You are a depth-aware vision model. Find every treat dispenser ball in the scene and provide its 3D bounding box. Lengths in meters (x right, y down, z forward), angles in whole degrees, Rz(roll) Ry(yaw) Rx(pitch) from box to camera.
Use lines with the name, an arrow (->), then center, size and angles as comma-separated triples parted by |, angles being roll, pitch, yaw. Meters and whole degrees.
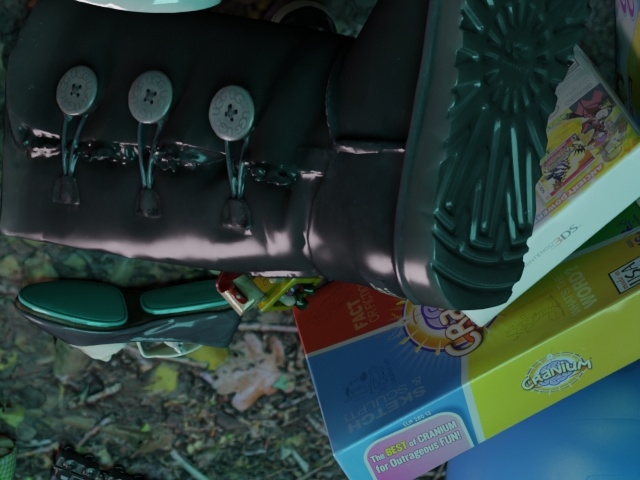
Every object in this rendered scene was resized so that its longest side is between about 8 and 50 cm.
treat dispenser ball -> 0.258, 0.221, 1.639 | 0.288, 0.288, 0.288 | -5, 121, -8

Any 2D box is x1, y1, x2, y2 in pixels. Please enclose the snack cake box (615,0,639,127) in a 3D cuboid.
snack cake box -> 0.302, -0.196, 1.482 | 0.089, 0.152, 0.264 | -9, 121, -5

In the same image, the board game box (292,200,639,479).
board game box -> 0.141, 0.062, 1.549 | 0.316, 0.242, 0.064 | -29, 120, 6

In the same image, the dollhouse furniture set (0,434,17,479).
dollhouse furniture set -> -0.388, 0.314, 1.591 | 0.302, 0.151, 0.197 | -8, 125, -31

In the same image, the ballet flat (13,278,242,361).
ballet flat -> -0.168, 0.075, 1.598 | 0.203, 0.074, 0.074 | -1, 120, -13

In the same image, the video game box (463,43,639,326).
video game box -> 0.175, -0.051, 1.521 | 0.205, 0.187, 0.048 | -41, 119, 14

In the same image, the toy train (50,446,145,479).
toy train -> -0.185, 0.239, 1.714 | 0.158, 0.027, 0.036 | 26, 114, -24

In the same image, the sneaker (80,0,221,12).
sneaker -> -0.179, -0.275, 1.283 | 0.108, 0.292, 0.169 | -20, 129, -47

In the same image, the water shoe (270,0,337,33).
water shoe -> -0.022, -0.098, 1.516 | 0.073, 0.080, 0.203 | -4, 121, -9

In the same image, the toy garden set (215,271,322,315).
toy garden set -> 0.000, 0.000, 1.493 | 0.204, 0.244, 0.049 | -43, 82, 14

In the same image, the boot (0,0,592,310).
boot -> -0.034, -0.149, 1.335 | 0.146, 0.445, 0.367 | 24, 79, -47
